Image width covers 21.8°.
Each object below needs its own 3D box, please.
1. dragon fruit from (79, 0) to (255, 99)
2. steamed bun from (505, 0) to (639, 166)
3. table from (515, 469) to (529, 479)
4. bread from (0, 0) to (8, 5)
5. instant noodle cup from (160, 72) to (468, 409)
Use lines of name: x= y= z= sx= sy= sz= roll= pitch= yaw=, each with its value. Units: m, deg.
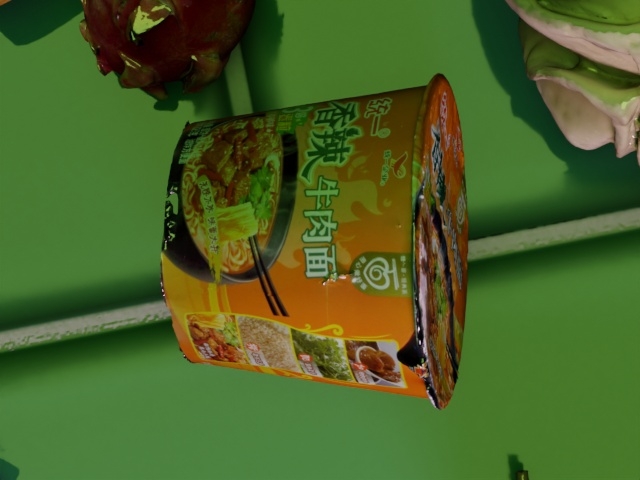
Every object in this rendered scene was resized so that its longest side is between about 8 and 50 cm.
dragon fruit: x=-0.104 y=-0.180 z=1.199 sx=0.133 sy=0.166 sz=0.136 roll=-3 pitch=49 yaw=-30
steamed bun: x=0.217 y=-0.176 z=1.131 sx=0.203 sy=0.276 sz=0.289 roll=-33 pitch=111 yaw=13
table: x=0.233 y=0.227 z=1.176 sx=0.240 sy=0.121 sz=0.111 roll=3 pitch=88 yaw=3
bread: x=-0.226 y=-0.297 z=1.233 sx=0.235 sy=0.099 sz=0.210 roll=-41 pitch=89 yaw=-4
instant noodle cup: x=0.000 y=0.000 z=1.156 sx=0.182 sy=0.230 sz=0.230 roll=1 pitch=88 yaw=12
